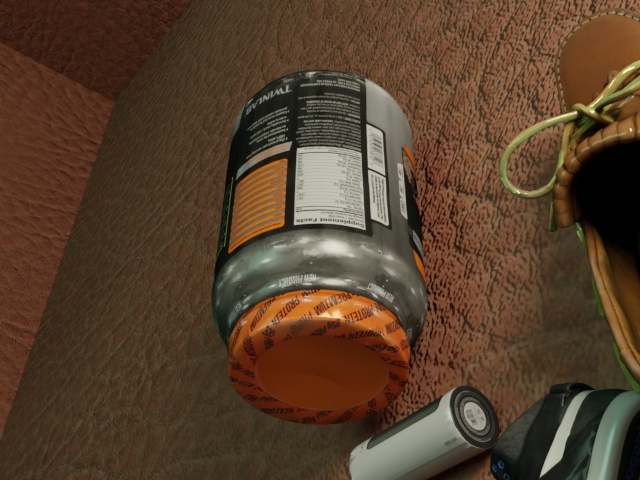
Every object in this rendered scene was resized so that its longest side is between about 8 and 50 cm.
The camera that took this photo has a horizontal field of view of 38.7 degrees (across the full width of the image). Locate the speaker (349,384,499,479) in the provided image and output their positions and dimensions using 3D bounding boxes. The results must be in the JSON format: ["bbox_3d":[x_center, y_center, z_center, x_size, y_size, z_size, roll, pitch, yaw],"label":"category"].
[{"bbox_3d":[0.084,0.173,0.766,0.136,0.055,0.055,-41,32,41],"label":"speaker"}]

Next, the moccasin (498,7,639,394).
[{"bbox_3d":[0.214,-0.037,0.604,0.139,0.147,0.380,-41,32,40],"label":"moccasin"}]

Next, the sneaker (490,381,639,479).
[{"bbox_3d":[0.149,0.198,0.598,0.217,0.079,0.121,-61,20,-16],"label":"sneaker"}]

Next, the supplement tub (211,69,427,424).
[{"bbox_3d":[0.000,0.000,0.922,0.207,0.207,0.338,-44,30,37],"label":"supplement tub"}]
